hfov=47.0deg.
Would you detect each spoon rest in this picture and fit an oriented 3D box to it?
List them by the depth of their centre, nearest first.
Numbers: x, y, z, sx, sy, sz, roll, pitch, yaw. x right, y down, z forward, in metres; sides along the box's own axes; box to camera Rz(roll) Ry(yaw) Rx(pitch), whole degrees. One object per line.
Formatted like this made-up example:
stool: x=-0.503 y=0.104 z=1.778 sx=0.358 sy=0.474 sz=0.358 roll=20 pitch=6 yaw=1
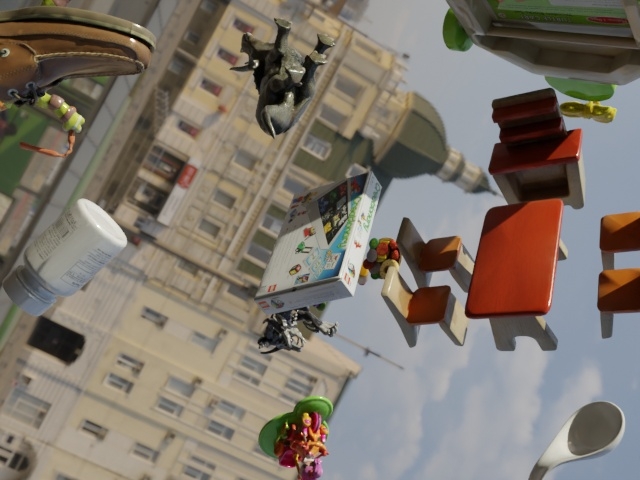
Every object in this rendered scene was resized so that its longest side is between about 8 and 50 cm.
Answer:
spoon rest: x=0.529 y=0.448 z=1.543 sx=0.276 sy=0.084 sz=0.137 roll=-50 pitch=-159 yaw=-4

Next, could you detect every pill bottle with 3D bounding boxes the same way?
pill bottle: x=-0.511 y=0.037 z=1.463 sx=0.229 sy=0.131 sz=0.131 roll=-42 pitch=-166 yaw=2

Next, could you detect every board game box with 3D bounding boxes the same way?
board game box: x=0.000 y=0.000 z=1.424 sx=0.192 sy=0.053 sz=0.305 roll=-14 pitch=-143 yaw=30

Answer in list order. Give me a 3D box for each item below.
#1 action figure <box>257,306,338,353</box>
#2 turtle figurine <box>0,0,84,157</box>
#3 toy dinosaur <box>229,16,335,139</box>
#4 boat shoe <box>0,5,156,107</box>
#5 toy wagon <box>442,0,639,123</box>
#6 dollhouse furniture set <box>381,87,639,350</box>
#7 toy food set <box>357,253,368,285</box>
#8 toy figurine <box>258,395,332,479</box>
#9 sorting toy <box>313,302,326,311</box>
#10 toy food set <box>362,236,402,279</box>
action figure: x=-0.047 y=0.179 z=1.659 sx=0.164 sy=0.141 sz=0.276 roll=-24 pitch=145 yaw=-48
turtle figurine: x=-0.424 y=-0.267 z=1.051 sx=0.217 sy=0.269 sz=0.087 roll=-52 pitch=-162 yaw=-9
toy dinosaur: x=-0.055 y=-0.236 z=1.148 sx=0.160 sy=0.120 sz=0.314 roll=119 pitch=-30 yaw=-43
boat shoe: x=-0.341 y=-0.199 z=0.835 sx=0.111 sy=0.307 sz=0.105 roll=76 pitch=17 yaw=-80
toy wagon: x=0.248 y=-0.230 z=0.773 sx=0.267 sy=0.344 sz=0.068 roll=19 pitch=-97 yaw=37
dollhouse furniture set: x=0.208 y=-0.022 z=0.758 sx=0.261 sy=0.135 sz=0.259 roll=-8 pitch=-138 yaw=30
toy food set: x=0.043 y=0.028 z=2.021 sx=0.111 sy=0.232 sz=0.104 roll=-59 pitch=166 yaw=-17
toy figurine: x=-0.025 y=0.383 z=1.267 sx=0.173 sy=0.130 sz=0.159 roll=-56 pitch=-152 yaw=26
sorting toy: x=-0.012 y=0.147 z=2.055 sx=0.061 sy=0.042 sz=0.102 roll=26 pitch=-71 yaw=58
toy food set: x=0.117 y=0.034 z=1.379 sx=0.082 sy=0.020 sz=0.083 roll=5 pitch=-99 yaw=41
